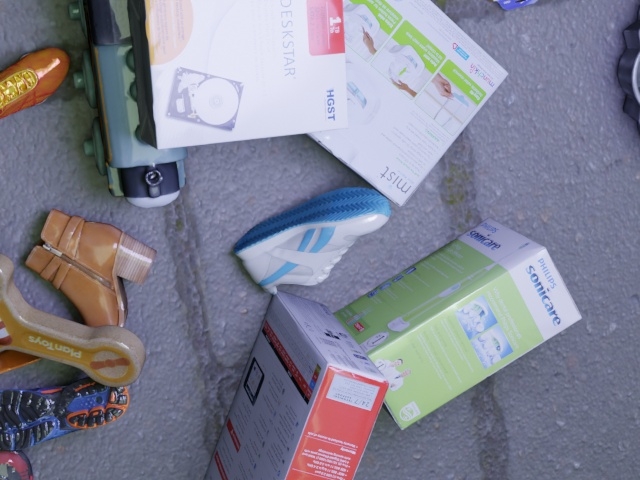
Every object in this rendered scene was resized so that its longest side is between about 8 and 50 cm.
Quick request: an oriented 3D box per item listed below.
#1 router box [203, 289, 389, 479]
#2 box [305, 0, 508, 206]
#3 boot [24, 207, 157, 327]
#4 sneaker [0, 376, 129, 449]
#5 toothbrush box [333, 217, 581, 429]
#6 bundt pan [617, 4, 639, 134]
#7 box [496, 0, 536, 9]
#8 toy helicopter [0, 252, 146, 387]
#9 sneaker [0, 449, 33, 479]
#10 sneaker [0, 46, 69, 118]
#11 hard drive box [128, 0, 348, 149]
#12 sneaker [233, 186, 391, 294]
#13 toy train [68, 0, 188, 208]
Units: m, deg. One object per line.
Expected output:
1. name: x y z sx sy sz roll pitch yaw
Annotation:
1. router box: -0.044 0.253 1.602 0.082 0.335 0.301 18 99 -17
2. box: 0.067 -0.214 1.608 0.262 0.127 0.231 36 95 -29
3. boot: -0.321 0.063 1.639 0.152 0.073 0.197 23 97 -10
4. sneaker: -0.355 0.231 1.656 0.221 0.087 0.083 -8 81 5
5. toothbrush box: 0.174 0.106 1.687 0.283 0.206 0.122 -33 107 -5
6. bundt pan: 0.563 -0.246 1.746 0.331 0.124 0.330 -3 102 -12
7. box: 0.259 -0.386 1.694 0.081 0.028 0.136 -15 108 -10
8. toy helicopter: -0.397 0.121 1.578 0.355 0.140 0.235 17 125 1
9. sneaker: -0.451 0.406 1.643 0.098 0.135 0.276 21 95 -15
10. sneaker: -0.391 -0.184 1.562 0.175 0.067 0.064 -34 106 -6
11. hard drive box: -0.093 -0.210 1.429 0.232 0.089 0.181 -9 105 -19
12. sneaker: 0.000 0.000 1.656 0.229 0.087 0.092 -20 114 28
13. toy train: -0.231 -0.201 1.531 0.142 0.190 0.333 -7 103 -11
